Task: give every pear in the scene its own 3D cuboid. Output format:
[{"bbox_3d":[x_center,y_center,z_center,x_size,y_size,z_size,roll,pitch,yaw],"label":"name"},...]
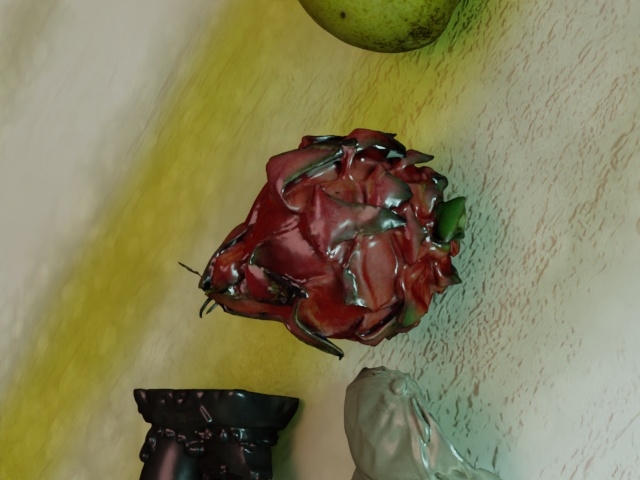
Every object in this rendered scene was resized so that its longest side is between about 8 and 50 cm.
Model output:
[{"bbox_3d":[0.070,-0.289,1.458,0.197,0.197,0.197,-17,67,47],"label":"pear"}]

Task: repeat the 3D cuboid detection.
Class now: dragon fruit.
[{"bbox_3d":[0.000,0.000,1.397,0.234,0.293,0.233,-7,-90,-89],"label":"dragon fruit"}]

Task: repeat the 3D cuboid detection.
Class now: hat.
[{"bbox_3d":[0.062,0.250,1.362,0.214,0.149,0.244,37,98,48],"label":"hat"}]

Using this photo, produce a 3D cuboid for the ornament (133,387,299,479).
[{"bbox_3d":[-0.127,0.298,1.603,0.251,0.106,0.260,-10,78,50],"label":"ornament"}]
